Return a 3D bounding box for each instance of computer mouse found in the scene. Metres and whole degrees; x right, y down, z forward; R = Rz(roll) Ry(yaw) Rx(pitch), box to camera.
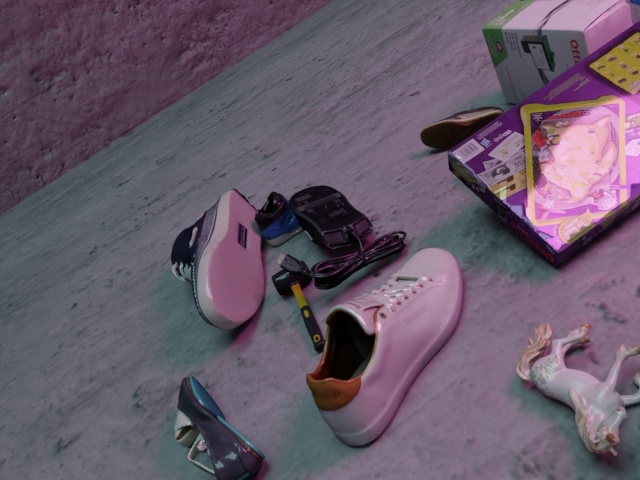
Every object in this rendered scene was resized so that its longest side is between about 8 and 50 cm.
[{"bbox_3d":[0.000,0.000,0.908,0.184,0.060,0.262,-26,37,-22],"label":"computer mouse"}]

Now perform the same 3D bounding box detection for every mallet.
[{"bbox_3d":[-0.017,0.094,0.833,0.062,0.039,0.190,-32,36,-6],"label":"mallet"}]

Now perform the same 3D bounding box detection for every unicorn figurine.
[{"bbox_3d":[0.253,0.138,0.522,0.111,0.060,0.162,-41,16,-15],"label":"unicorn figurine"}]

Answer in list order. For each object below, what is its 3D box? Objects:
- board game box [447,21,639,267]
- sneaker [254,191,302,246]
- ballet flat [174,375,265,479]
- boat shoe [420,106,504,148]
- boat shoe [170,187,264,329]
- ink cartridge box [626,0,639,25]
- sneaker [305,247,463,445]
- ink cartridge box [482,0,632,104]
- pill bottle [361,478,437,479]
[{"bbox_3d":[0.371,-0.139,0.736,0.347,0.056,0.208,-34,54,-6],"label":"board game box"},{"bbox_3d":[-0.051,-0.063,1.030,0.152,0.084,0.058,-34,31,-5],"label":"sneaker"},{"bbox_3d":[-0.146,0.240,0.698,0.074,0.074,0.203,-42,35,-18],"label":"ballet flat"},{"bbox_3d":[0.258,-0.206,1.005,0.152,0.056,0.049,-8,32,18],"label":"boat shoe"},{"bbox_3d":[-0.193,0.055,0.976,0.158,0.127,0.340,-35,27,21],"label":"boat shoe"},{"bbox_3d":[0.557,-0.440,1.041,0.122,0.088,0.052,11,51,48],"label":"ink cartridge box"},{"bbox_3d":[0.084,0.089,0.664,0.106,0.123,0.290,-2,40,42],"label":"sneaker"},{"bbox_3d":[0.394,-0.304,0.918,0.092,0.160,0.219,-38,31,-9],"label":"ink cartridge box"},{"bbox_3d":[0.116,0.248,0.413,0.208,0.119,0.119,-6,39,36],"label":"pill bottle"}]
